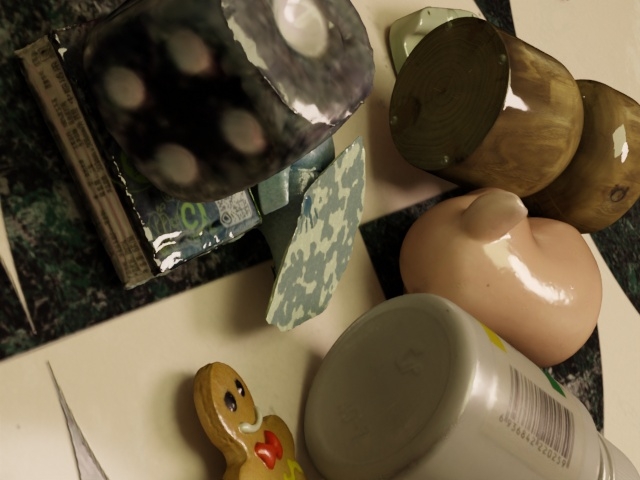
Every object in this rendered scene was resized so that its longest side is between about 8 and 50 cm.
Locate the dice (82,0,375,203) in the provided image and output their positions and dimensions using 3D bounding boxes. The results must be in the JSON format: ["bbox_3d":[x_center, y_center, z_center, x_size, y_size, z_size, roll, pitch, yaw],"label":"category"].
[{"bbox_3d":[-0.078,-0.151,1.327,0.182,0.183,0.181,57,39,-13],"label":"dice"}]

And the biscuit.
[{"bbox_3d":[-0.043,0.215,1.409,0.240,0.035,0.158,61,19,-13],"label":"biscuit"}]

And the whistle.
[{"bbox_3d":[-0.026,-0.072,1.553,0.180,0.093,0.269,33,49,-67],"label":"whistle"}]

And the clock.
[{"bbox_3d":[0.162,-0.186,1.884,0.151,0.062,0.191,-7,79,-54],"label":"clock"}]

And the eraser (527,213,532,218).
[{"bbox_3d":[0.258,-0.008,1.922,0.117,0.058,0.172,7,67,-51],"label":"eraser"}]

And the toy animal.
[{"bbox_3d":[0.192,0.032,1.704,0.256,0.195,0.213,22,14,-33],"label":"toy animal"}]

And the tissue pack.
[{"bbox_3d":[-0.159,-0.089,1.408,0.173,0.073,0.235,-30,97,-54],"label":"tissue pack"}]

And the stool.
[{"bbox_3d":[0.229,-0.126,1.763,0.264,0.179,0.179,20,57,-39],"label":"stool"}]

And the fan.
[{"bbox_3d":[0.000,0.000,1.509,0.240,0.009,0.131,-63,146,-34],"label":"fan"}]

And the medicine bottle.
[{"bbox_3d":[0.164,0.216,1.557,0.339,0.208,0.208,37,46,-37],"label":"medicine bottle"}]
